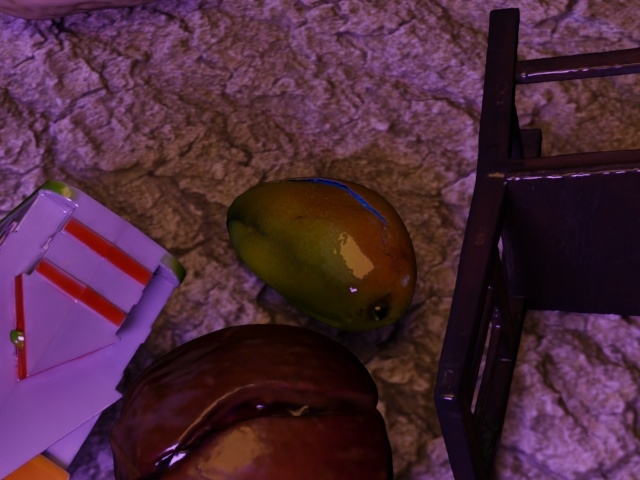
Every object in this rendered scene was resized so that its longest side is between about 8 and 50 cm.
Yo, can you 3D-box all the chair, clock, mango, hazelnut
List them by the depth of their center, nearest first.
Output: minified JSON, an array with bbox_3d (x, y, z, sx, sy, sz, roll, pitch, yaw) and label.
[{"bbox_3d":[-0.055,0.171,1.004,0.218,0.218,0.234,-24,14,-9],"label":"hazelnut"},{"bbox_3d":[-0.274,0.123,1.075,0.166,0.235,0.309,36,67,-16],"label":"clock"},{"bbox_3d":[0.247,0.005,1.089,0.241,0.203,0.416,0,51,16],"label":"chair"},{"bbox_3d":[0.000,0.000,1.205,0.125,0.111,0.233,-24,36,-26],"label":"mango"}]

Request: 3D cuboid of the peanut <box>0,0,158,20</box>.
[{"bbox_3d":[-0.248,-0.340,1.518,0.313,0.152,0.152,-5,50,5],"label":"peanut"}]
